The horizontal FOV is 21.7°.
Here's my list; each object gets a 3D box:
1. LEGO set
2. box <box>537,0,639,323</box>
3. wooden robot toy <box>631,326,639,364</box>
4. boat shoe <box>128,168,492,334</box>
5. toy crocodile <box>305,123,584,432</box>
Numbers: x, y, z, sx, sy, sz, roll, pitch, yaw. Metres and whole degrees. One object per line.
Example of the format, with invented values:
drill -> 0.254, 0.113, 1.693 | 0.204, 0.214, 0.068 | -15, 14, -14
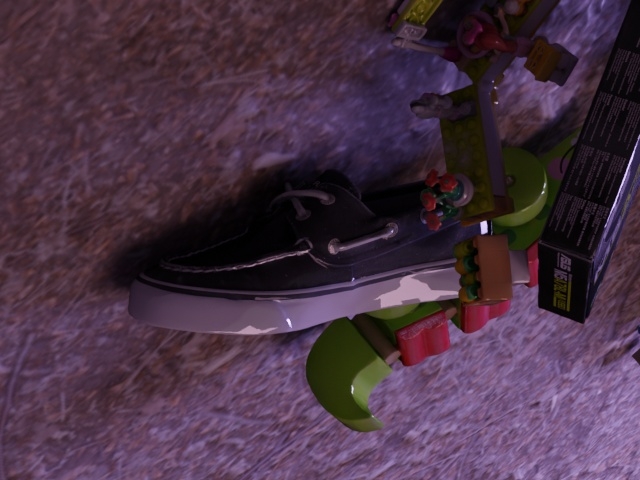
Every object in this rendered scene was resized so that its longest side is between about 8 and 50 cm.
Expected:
LEGO set -> 0.105, -0.099, 1.151 | 0.107, 0.132, 0.287 | 5, 109, -47
box -> 0.202, -0.052, 1.170 | 0.184, 0.045, 0.191 | 72, 40, -73
wooden robot toy -> 0.418, 0.082, 1.882 | 0.079, 0.076, 0.173 | -35, 154, -36
boat shoe -> 0.000, 0.000, 1.206 | 0.301, 0.108, 0.102 | -7, 106, -29
toy crocodile -> 0.125, 0.023, 1.381 | 0.340, 0.105, 0.115 | -36, 152, -11
